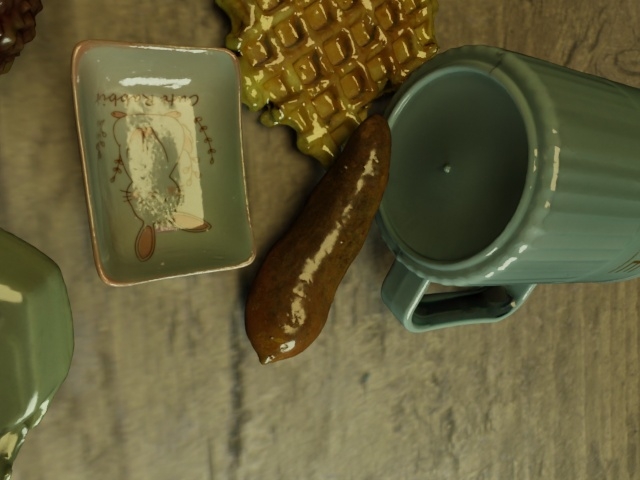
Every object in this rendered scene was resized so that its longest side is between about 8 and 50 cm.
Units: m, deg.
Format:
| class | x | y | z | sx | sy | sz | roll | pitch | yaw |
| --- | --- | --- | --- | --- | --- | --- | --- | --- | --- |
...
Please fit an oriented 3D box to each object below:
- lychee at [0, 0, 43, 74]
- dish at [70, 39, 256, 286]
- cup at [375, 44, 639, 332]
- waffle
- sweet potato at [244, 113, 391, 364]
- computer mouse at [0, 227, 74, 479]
| class | x | y | z | sx | sy | sz | roll | pitch | yaw |
| --- | --- | --- | --- | --- | --- | --- | --- | --- | --- |
| lychee | -0.325 | -0.204 | 0.316 | 0.272 | 0.271 | 0.271 | -2 | 95 | -30 |
| dish | -0.150 | -0.072 | 0.508 | 0.151 | 0.077 | 0.212 | -8 | 98 | -31 |
| cup | 0.226 | -0.059 | 0.642 | 0.311 | 0.331 | 0.256 | 1 | 65 | -36 |
| waffle | 0.025 | -0.242 | 0.610 | 0.282 | 0.058 | 0.300 | 33 | 79 | -28 |
| sweet potato | 0.000 | -0.001 | 0.585 | 0.097 | 0.097 | 0.291 | 28 | 87 | -29 |
| computer mouse | -0.373 | 0.113 | 0.355 | 0.429 | 0.145 | 0.228 | -28 | 115 | -10 |
